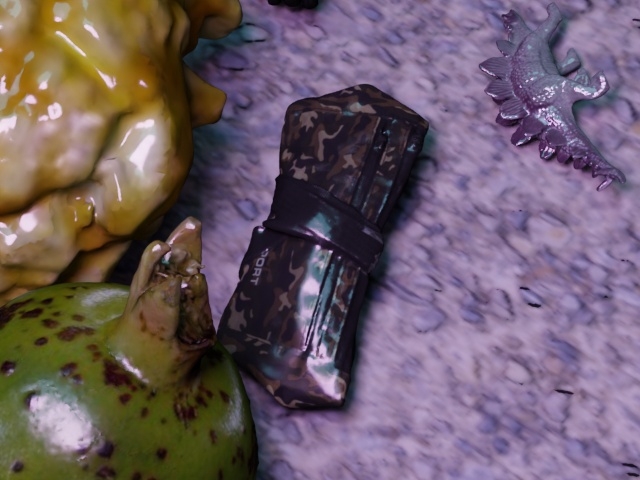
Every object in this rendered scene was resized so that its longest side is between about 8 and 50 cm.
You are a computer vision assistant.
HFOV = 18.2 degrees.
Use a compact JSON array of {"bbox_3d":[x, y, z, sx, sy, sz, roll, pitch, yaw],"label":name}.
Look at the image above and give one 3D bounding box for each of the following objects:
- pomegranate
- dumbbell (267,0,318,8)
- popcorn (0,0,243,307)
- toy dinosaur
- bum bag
[{"bbox_3d":[-0.129,0.107,1.259,0.211,0.263,0.211,24,36,-19],"label":"pomegranate"},{"bbox_3d":[0.015,-0.234,1.509,0.209,0.099,0.099,-18,59,0],"label":"dumbbell"},{"bbox_3d":[-0.214,-0.109,1.377,0.274,0.279,0.335,-10,64,18],"label":"popcorn"},{"bbox_3d":[0.168,-0.099,1.435,0.082,0.039,0.209,-27,48,-2],"label":"toy dinosaur"},{"bbox_3d":[-0.001,0.000,1.394,0.102,0.069,0.248,17,65,2],"label":"bum bag"}]
